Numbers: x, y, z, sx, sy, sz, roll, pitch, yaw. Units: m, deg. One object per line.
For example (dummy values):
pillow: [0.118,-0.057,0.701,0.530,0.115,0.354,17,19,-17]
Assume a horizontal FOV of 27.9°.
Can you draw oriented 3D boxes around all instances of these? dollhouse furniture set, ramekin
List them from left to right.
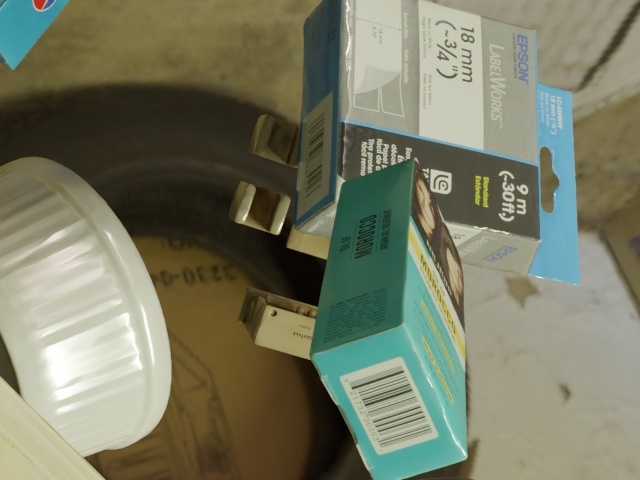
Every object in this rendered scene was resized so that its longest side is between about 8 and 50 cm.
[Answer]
ramekin: [-0.258,0.074,1.100,0.127,0.273,0.273,-25,161,-39]
dollhouse furniture set: [0.000,0.000,1.424,0.212,0.242,0.161,17,-178,-9]

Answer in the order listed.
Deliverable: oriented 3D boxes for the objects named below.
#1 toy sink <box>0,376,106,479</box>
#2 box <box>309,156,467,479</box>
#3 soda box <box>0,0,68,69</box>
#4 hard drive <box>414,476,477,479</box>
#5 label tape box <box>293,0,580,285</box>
toy sink: [-0.209,0.158,0.516,0.234,0.131,0.153,-47,-176,-24]
box: [0.050,0.042,0.834,0.060,0.244,0.100,-20,113,15]
soda box: [-0.236,-0.255,1.106,0.210,0.067,0.071,-56,161,-14]
hard drive: [0.094,0.337,1.472,0.172,0.054,0.254,-40,156,14]
label tape box: [0.148,-0.104,1.312,0.333,0.241,0.106,10,158,-21]
